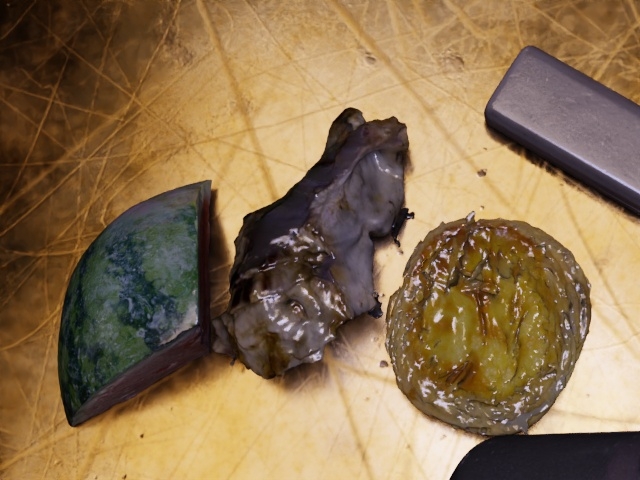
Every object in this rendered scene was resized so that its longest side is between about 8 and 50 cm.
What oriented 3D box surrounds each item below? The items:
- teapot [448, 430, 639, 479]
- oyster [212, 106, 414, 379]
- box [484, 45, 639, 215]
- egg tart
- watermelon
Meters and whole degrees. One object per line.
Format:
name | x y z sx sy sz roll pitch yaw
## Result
teapot | 0.318 0.297 1.551 0.344 0.300 0.253 -24 38 38
oyster | 0.005 0.001 1.741 0.198 0.133 0.337 20 65 36
box | 0.309 -0.119 1.777 0.244 0.055 0.103 32 83 11
egg tart | 0.188 0.096 1.731 0.232 0.098 0.252 -13 74 10
watermelon | -0.195 0.060 1.757 0.256 0.176 0.260 -17 76 42
